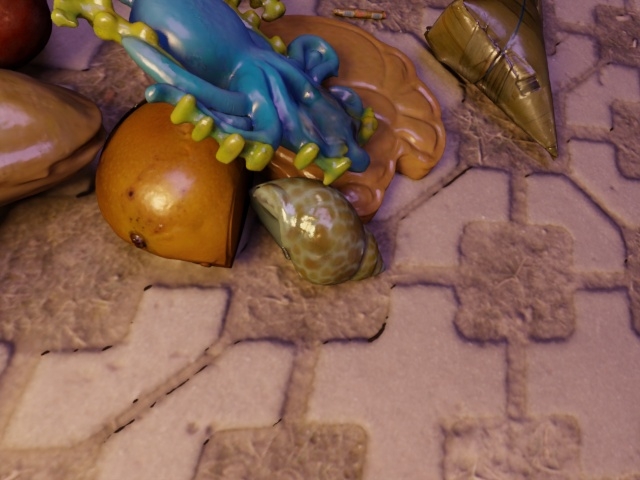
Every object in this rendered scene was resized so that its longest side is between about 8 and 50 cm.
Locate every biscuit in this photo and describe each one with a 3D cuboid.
[{"bbox_3d":[0.022,-0.188,0.797,0.312,0.057,0.351,-18,69,-23],"label":"biscuit"}]

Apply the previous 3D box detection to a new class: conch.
[{"bbox_3d":[-0.004,-0.013,0.656,0.173,0.116,0.106,40,60,10],"label":"conch"}]

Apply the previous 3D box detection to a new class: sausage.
[{"bbox_3d":[0.065,-0.373,0.934,0.100,0.015,0.015,-3,63,-18],"label":"sausage"}]

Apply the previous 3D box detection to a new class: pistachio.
[{"bbox_3d":[-0.361,-0.111,0.578,0.260,0.163,0.213,-16,56,-28],"label":"pistachio"}]

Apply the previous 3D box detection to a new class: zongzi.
[{"bbox_3d":[0.336,-0.302,0.926,0.289,0.123,0.260,46,56,-1],"label":"zongzi"}]

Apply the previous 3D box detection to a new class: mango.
[{"bbox_3d":[-0.160,-0.087,0.640,0.166,0.136,0.236,10,49,-3],"label":"mango"}]

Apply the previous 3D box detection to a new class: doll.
[{"bbox_3d":[-0.082,-0.180,0.638,0.341,0.099,0.346,39,36,-14],"label":"doll"}]

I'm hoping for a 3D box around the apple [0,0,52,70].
[{"bbox_3d":[-0.415,-0.287,0.631,0.233,0.234,0.234,7,60,-13],"label":"apple"}]
